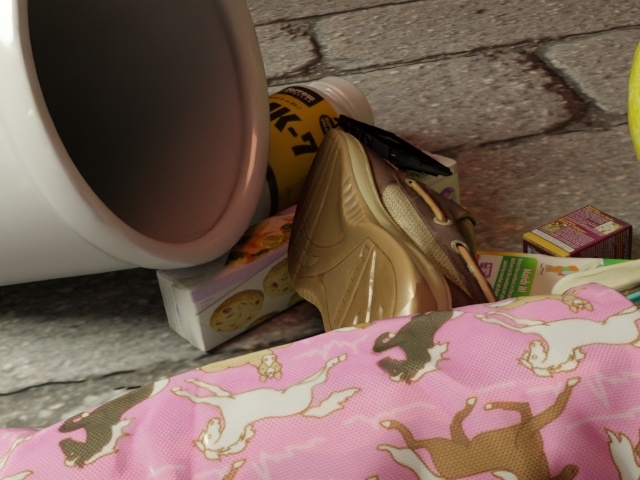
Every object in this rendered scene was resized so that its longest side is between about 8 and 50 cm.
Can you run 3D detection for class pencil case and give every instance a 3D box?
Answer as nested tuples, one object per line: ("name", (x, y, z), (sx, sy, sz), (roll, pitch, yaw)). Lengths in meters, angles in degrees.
("pencil case", (0.001, 0.141, 0.475), (0.386, 0.160, 0.167), (-13, 29, -3))

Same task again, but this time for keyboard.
("keyboard", (0.054, -0.088, 0.911), (0.100, 0.038, 0.192), (18, 11, -16))

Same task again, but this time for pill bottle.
("pill bottle", (-0.040, -0.100, 1.011), (0.119, 0.119, 0.208), (16, 37, 36))

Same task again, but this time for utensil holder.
("utensil holder", (-0.289, -0.116, 0.835), (0.385, 0.327, 0.327), (-9, 26, 28))

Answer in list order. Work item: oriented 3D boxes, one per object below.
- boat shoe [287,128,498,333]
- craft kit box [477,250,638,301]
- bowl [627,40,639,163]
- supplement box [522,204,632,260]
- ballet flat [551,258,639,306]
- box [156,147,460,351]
("boat shoe", (0.061, 0.013, 0.711), (0.123, 0.123, 0.342), (17, 17, -19))
("craft kit box", (0.133, 0.090, 0.698), (0.247, 0.061, 0.250), (2, 30, 21))
("bowl", (0.379, -0.055, 0.757), (0.289, 0.289, 0.156), (17, 79, 37))
("supplement box", (0.231, 0.008, 0.830), (0.083, 0.043, 0.055), (-22, 32, -22))
("ballet flat", (0.279, 0.031, 0.647), (0.248, 0.086, 0.086), (-10, 29, -5))
("box", (0.000, 0.000, 0.878), (0.324, 0.067, 0.063), (-26, 33, -31))
